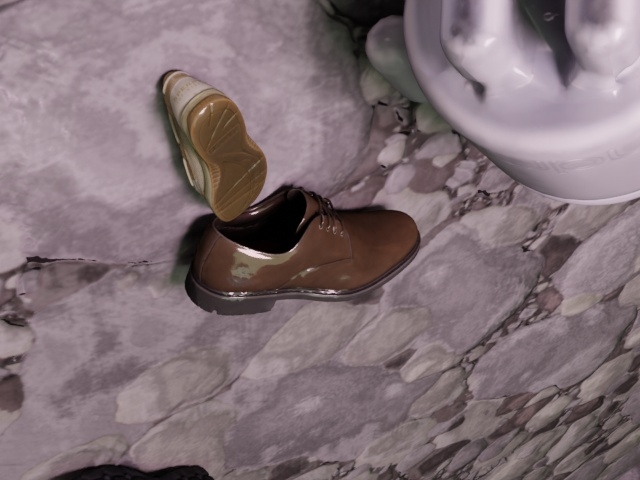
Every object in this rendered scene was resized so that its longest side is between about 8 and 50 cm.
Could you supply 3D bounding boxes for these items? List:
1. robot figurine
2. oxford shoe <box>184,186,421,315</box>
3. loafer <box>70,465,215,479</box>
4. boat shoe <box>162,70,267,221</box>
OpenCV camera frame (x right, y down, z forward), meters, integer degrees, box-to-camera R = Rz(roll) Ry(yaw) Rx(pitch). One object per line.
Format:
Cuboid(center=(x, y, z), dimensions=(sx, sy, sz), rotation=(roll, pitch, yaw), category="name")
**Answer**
Cuboid(center=(0.182, -0.135, 0.688), dimensions=(0.353, 0.300, 0.199), rotation=(16, 79, -65), category="robot figurine")
Cuboid(center=(0.000, 0.000, 0.843), dimensions=(0.227, 0.083, 0.096), rotation=(-12, 137, -32), category="oxford shoe")
Cuboid(center=(-0.196, 0.289, 1.047), dimensions=(0.078, 0.076, 0.223), rotation=(-53, 147, 14), category="loafer")
Cuboid(center=(-0.080, -0.068, 0.727), dimensions=(0.056, 0.048, 0.153), rotation=(-42, 155, -10), category="boat shoe")
